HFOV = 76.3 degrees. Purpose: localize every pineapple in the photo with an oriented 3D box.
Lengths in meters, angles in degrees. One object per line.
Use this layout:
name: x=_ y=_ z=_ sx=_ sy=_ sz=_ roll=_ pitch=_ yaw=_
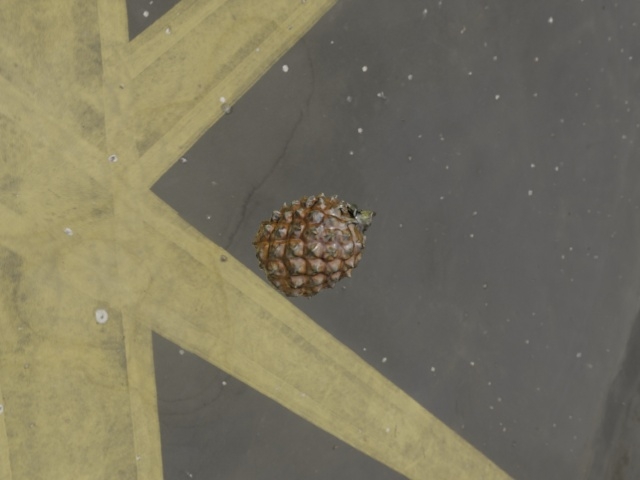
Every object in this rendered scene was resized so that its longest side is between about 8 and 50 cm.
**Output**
pineapple: x=0.000 y=0.000 z=0.638 sx=0.193 sy=0.166 sz=0.166 roll=-26 pitch=116 yaw=11
